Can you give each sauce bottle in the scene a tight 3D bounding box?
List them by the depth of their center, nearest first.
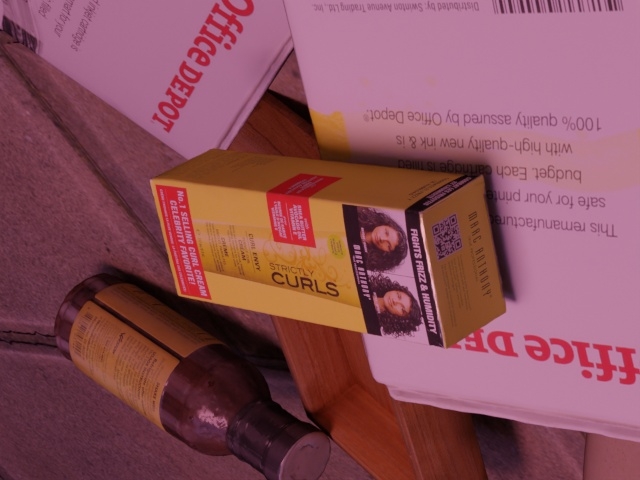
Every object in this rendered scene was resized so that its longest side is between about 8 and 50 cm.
[{"bbox_3d":[-0.131,0.148,1.900,0.344,0.111,0.111,32,155,39],"label":"sauce bottle"}]

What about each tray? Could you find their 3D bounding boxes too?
[{"bbox_3d":[0.032,0.072,1.641,0.203,0.076,0.411,39,158,38],"label":"tray"}]

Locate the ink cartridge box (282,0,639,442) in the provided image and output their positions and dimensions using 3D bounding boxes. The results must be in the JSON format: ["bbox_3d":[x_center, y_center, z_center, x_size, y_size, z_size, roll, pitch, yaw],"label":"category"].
[{"bbox_3d":[0.135,-0.099,1.077,0.279,0.160,0.385,7,116,44],"label":"ink cartridge box"}]

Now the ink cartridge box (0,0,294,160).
[{"bbox_3d":[-0.165,-0.262,1.292,0.395,0.166,0.285,35,154,-4],"label":"ink cartridge box"}]

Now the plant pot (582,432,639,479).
[{"bbox_3d":[0.291,0.102,1.280,0.256,0.256,0.274,14,126,39],"label":"plant pot"}]

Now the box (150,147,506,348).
[{"bbox_3d":[0.000,0.000,1.106,0.232,0.058,0.087,10,119,46],"label":"box"}]
